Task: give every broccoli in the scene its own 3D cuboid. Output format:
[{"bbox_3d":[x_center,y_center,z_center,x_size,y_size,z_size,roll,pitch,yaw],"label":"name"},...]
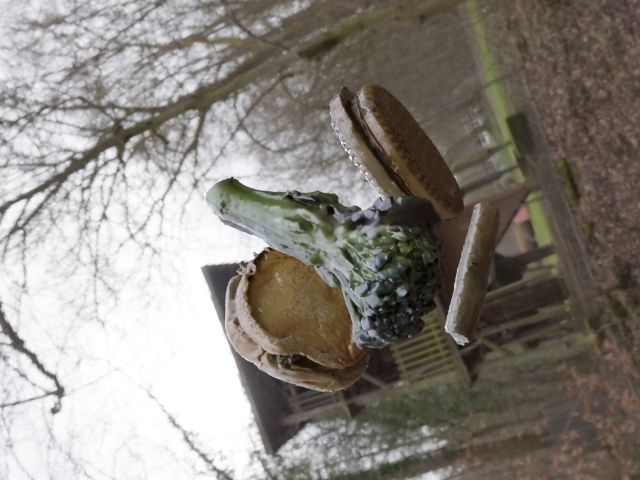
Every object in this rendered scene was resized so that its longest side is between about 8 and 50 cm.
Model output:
[{"bbox_3d":[-0.005,0.002,0.834,0.304,0.145,0.165,26,158,31],"label":"broccoli"}]

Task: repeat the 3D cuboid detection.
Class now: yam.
[{"bbox_3d":[0.307,0.060,1.533,0.071,0.067,0.318,42,-126,-35],"label":"yam"}]

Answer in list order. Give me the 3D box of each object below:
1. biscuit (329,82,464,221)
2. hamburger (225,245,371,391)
[{"bbox_3d":[0.115,-0.128,1.138,0.259,0.079,0.259,45,-158,-24],"label":"biscuit"},{"bbox_3d":[-0.038,0.113,1.227,0.286,0.146,0.243,46,-138,20],"label":"hamburger"}]
